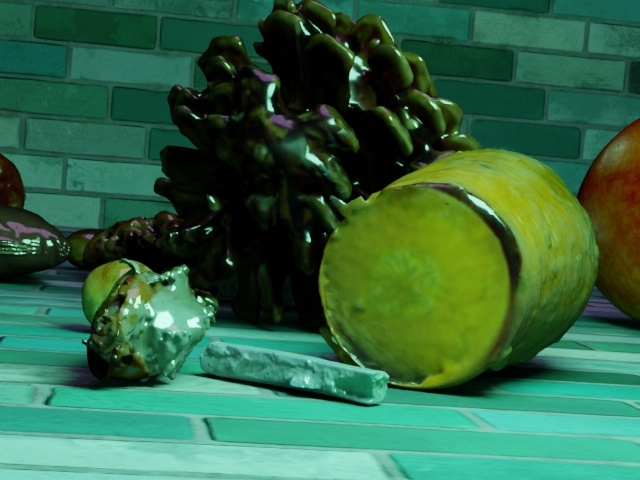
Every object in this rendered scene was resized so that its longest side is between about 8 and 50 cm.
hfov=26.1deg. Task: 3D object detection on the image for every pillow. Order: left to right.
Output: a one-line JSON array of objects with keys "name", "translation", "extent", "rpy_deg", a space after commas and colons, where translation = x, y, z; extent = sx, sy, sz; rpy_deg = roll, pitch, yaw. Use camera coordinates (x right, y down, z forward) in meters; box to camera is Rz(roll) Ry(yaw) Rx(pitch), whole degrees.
[{"name": "pillow", "translation": [-0.536, -0.005, 1.994], "extent": [0.308, 0.108, 0.305], "rpy_deg": [3, 4, -20]}]

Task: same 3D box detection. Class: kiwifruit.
[{"name": "kiwifruit", "translation": [-0.370, 0.016, 2.321], "extent": [0.124, 0.075, 0.075], "rpy_deg": [8, 2, -1]}]

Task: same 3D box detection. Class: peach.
[{"name": "peach", "translation": [0.552, -0.038, 2.012], "extent": [0.388, 0.388, 0.388], "rpy_deg": [4, 2, 0]}]

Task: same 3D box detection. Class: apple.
[{"name": "apple", "translation": [-0.208, 0.061, 1.443], "extent": [0.084, 0.084, 0.071], "rpy_deg": [5, 29, 9]}]

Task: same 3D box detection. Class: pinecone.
[{"name": "pinecone", "translation": [-0.024, -0.074, 1.642], "extent": [0.398, 0.397, 0.398], "rpy_deg": [4, 2, 0]}]

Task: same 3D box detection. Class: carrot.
[{"name": "carrot", "translation": [0.145, 0.022, 1.341], "extent": [0.224, 0.224, 0.341], "rpy_deg": [5, 6, 19]}]

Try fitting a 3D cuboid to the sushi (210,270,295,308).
[{"name": "sushi", "translation": [-0.054, 0.023, 1.914], "extent": [0.274, 0.139, 0.184], "rpy_deg": [0, 1, -27]}]

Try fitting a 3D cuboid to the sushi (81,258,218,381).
[{"name": "sushi", "translation": [-0.140, 0.066, 1.171], "extent": [0.103, 0.097, 0.226], "rpy_deg": [8, 4, -2]}]

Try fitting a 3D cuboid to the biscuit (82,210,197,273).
[{"name": "biscuit", "translation": [-0.216, 0.007, 2.135], "extent": [0.289, 0.081, 0.334], "rpy_deg": [4, -10, -29]}]

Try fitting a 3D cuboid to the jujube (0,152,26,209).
[{"name": "jujube", "translation": [-0.625, -0.058, 2.223], "extent": [0.290, 0.197, 0.197], "rpy_deg": [-16, 10, -22]}]

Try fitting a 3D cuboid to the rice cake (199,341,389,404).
[{"name": "rice cake", "translation": [-0.026, 0.109, 1.146], "extent": [0.180, 0.030, 0.042], "rpy_deg": [6, -3, 35]}]

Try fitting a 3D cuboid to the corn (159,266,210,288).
[{"name": "corn", "translation": [-0.201, 0.056, 2.075], "extent": [0.092, 0.037, 0.037], "rpy_deg": [1, 4, -39]}]
